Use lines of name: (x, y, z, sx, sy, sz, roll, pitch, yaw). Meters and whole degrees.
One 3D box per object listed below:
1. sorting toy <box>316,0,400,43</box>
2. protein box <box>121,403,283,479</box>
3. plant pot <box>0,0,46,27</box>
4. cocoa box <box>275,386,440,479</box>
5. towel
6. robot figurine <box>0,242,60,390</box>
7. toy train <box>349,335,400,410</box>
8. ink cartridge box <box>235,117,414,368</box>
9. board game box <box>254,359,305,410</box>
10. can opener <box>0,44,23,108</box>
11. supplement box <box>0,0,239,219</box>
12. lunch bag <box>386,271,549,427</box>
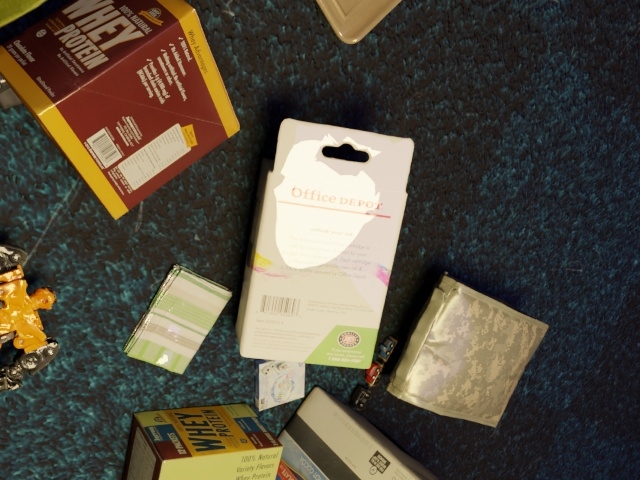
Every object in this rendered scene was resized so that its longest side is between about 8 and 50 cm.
sorting toy: (0.081, -0.470, 0.986, 0.307, 0.041, 0.229, -46, 122, -11)
protein box: (-0.193, 0.382, 1.064, 0.199, 0.136, 0.201, 5, 106, -34)
plant pot: (-0.314, -0.419, 0.546, 0.366, 0.366, 0.353, -46, 105, -11)
cocoa box: (0.077, 0.455, 1.140, 0.231, 0.347, 0.228, 41, 83, -36)
towel: (-0.211, 0.122, 1.023, 0.113, 0.023, 0.152, 31, 89, -37)
robot figurine: (-0.464, 0.109, 0.809, 0.291, 0.085, 0.211, -21, 119, -26)
toy train: (0.101, 0.246, 1.280, 0.036, 0.027, 0.158, 31, 90, -27)
ink cartridge box: (0.000, 0.000, 1.019, 0.207, 0.119, 0.354, 8, 105, -12)
board game box: (-0.069, 0.237, 1.164, 0.090, 0.020, 0.090, -9, 112, -30)
can opener: (-0.395, -0.165, 0.765, 0.186, 0.059, 0.073, -31, 123, -21)
supplement box: (-0.227, -0.169, 0.789, 0.194, 0.129, 0.191, -39, 150, -14)
lunch bag: (0.255, 0.200, 1.277, 0.287, 0.169, 0.235, 25, 93, -42)
